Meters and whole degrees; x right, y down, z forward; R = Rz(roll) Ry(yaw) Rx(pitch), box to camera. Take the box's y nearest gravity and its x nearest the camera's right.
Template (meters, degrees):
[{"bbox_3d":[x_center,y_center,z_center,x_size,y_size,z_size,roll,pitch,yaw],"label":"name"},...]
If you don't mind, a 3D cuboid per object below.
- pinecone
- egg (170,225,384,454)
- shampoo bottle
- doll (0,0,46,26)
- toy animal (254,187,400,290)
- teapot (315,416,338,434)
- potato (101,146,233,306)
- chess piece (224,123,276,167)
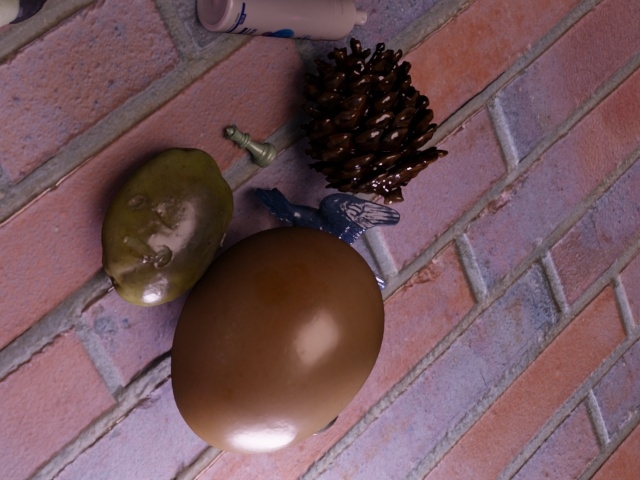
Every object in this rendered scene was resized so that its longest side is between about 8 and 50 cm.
[{"bbox_3d":[0.076,-0.187,2.092,0.224,0.224,0.273,-25,93,-35],"label":"pinecone"},{"bbox_3d":[-0.071,0.153,1.983,0.374,0.301,0.301,-48,129,0],"label":"egg"},{"bbox_3d":[-0.047,-0.360,2.022,0.303,0.092,0.092,-2,102,-42],"label":"shampoo bottle"},{"bbox_3d":[-0.417,-0.339,1.675,0.234,0.135,0.144,-32,122,-36],"label":"doll"},{"bbox_3d":[0.000,0.000,2.116,0.255,0.239,0.176,47,31,4],"label":"toy animal"},{"bbox_3d":[-0.019,0.244,2.186,0.166,0.130,0.119,-73,159,-46],"label":"teapot"},{"bbox_3d":[-0.225,-0.020,1.913,0.228,0.148,0.197,-41,138,-30],"label":"potato"},{"bbox_3d":[-0.115,-0.153,2.048,0.093,0.042,0.042,32,79,-36],"label":"chess piece"}]
